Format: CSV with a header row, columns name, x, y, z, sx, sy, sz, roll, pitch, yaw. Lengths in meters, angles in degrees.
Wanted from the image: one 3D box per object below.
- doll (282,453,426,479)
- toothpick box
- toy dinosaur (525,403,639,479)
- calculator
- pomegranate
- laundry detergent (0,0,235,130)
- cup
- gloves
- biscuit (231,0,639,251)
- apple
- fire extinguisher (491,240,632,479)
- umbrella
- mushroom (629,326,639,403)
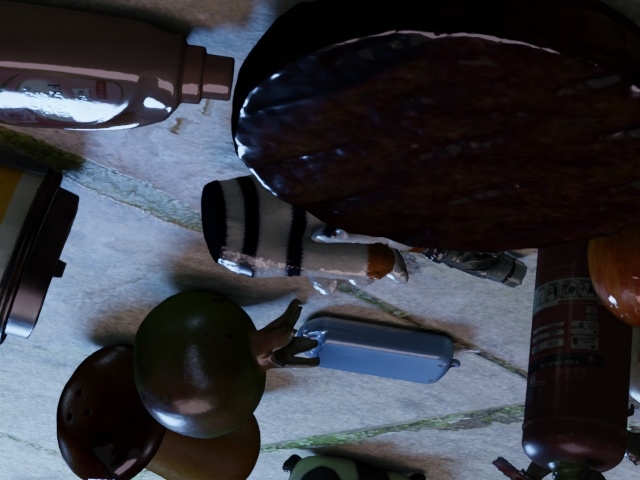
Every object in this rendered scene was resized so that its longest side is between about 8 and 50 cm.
name,x,y,z,sx,sy,sz,roll,pitch,yaw
doll,0.053,0.409,2.672,0.234,0.135,0.143,11,151,-18
toothpick box,-0.226,0.259,2.352,0.192,0.192,0.294,-11,155,38
toy dinosaur,0.358,0.297,2.243,0.187,0.178,0.087,2,157,9
calculator,0.073,0.139,2.148,0.210,0.039,0.121,9,159,-4
pomegranate,-0.115,0.141,2.065,0.224,0.181,0.181,-17,150,15
laundry detergent,-0.198,-0.143,1.536,0.237,0.076,0.171,7,158,-3
cup,-0.399,-0.013,1.783,0.280,0.196,0.196,19,156,-6
gloves,-0.002,-0.014,1.707,0.219,0.131,0.140,-5,174,-13
biscuit,0.123,-0.108,1.490,0.408,0.091,0.407,7,155,3
apple,0.326,0.014,1.641,0.147,0.146,0.146,7,157,3
fire extinguisher,0.241,0.136,1.700,0.147,0.337,0.106,21,153,-26
umbrella,0.146,0.011,1.810,0.188,0.046,0.050,23,172,-33
mushroom,0.498,0.190,2.004,0.407,0.137,0.154,29,161,-35
